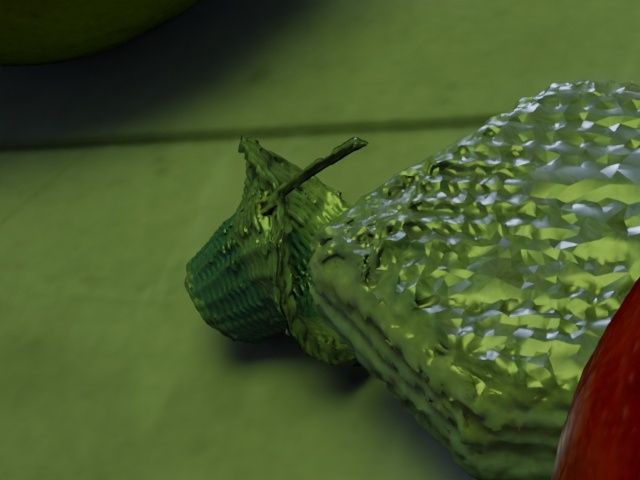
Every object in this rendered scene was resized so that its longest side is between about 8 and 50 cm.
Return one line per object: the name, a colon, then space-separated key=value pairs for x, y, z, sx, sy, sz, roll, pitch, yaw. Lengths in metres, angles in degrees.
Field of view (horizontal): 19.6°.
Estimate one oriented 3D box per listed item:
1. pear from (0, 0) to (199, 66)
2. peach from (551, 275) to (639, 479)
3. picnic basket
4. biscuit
pear: x=-0.115 y=-0.167 z=0.698 sx=0.269 sy=0.212 sz=0.212 roll=-17 pitch=39 yaw=-6
peach: x=0.140 y=0.052 z=0.360 sx=0.190 sy=0.192 sz=0.190 roll=-9 pitch=54 yaw=12
picnic basket: x=0.000 y=0.000 z=0.574 sx=0.083 sy=0.065 sz=0.083 roll=-36 pitch=48 yaw=23
biscuit: x=0.132 y=-0.013 z=0.526 sx=0.250 sy=0.046 sz=0.147 roll=-30 pitch=51 yaw=-17
